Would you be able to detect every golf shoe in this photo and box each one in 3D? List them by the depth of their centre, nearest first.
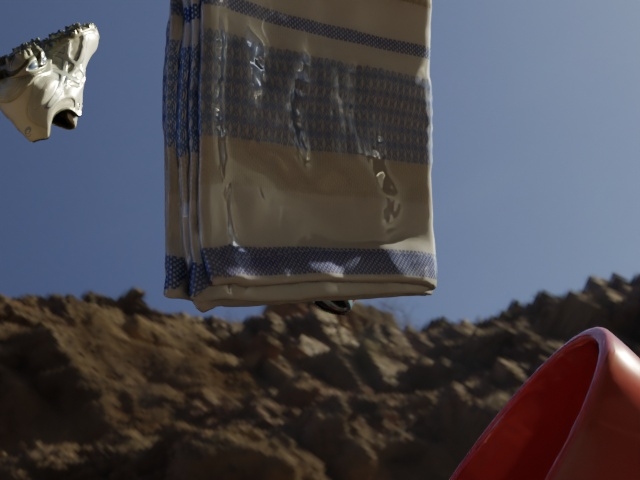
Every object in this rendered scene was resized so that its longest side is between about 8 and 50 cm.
[{"bbox_3d":[-0.240,-0.140,1.104,0.086,0.069,0.176,66,-156,-16],"label":"golf shoe"}]

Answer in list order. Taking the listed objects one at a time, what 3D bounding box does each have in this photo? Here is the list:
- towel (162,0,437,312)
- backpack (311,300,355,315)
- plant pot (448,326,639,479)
[{"bbox_3d":[0.000,-0.105,0.664,0.209,0.034,0.285,3,-93,-49],"label":"towel"},{"bbox_3d":[0.000,0.000,1.468,0.117,0.158,0.173,-39,-94,-12],"label":"backpack"},{"bbox_3d":[0.201,0.235,0.804,0.243,0.275,0.275,36,-97,1],"label":"plant pot"}]
